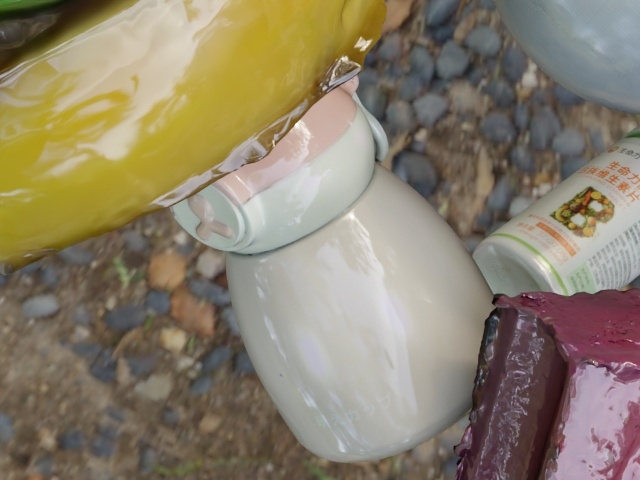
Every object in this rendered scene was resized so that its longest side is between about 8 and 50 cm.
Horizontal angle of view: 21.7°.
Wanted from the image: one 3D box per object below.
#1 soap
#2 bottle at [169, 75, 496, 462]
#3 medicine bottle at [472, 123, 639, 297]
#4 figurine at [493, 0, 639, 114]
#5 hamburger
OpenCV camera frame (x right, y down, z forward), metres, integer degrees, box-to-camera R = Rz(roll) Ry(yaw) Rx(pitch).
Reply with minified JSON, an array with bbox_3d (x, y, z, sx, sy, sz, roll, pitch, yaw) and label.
[{"bbox_3d":[0.163,0.173,0.942,0.182,0.112,0.289,3,112,-22],"label":"soap"},{"bbox_3d":[0.000,0.000,0.975,0.148,0.147,0.236,-23,114,16],"label":"bottle"},{"bbox_3d":[0.196,-0.009,1.162,0.183,0.086,0.086,-35,107,-26],"label":"medicine bottle"},{"bbox_3d":[0.124,-0.205,0.870,0.167,0.281,0.370,-39,82,-13],"label":"figurine"},{"bbox_3d":[-0.180,-0.199,0.688,0.396,0.395,0.277,-11,135,13],"label":"hamburger"}]
